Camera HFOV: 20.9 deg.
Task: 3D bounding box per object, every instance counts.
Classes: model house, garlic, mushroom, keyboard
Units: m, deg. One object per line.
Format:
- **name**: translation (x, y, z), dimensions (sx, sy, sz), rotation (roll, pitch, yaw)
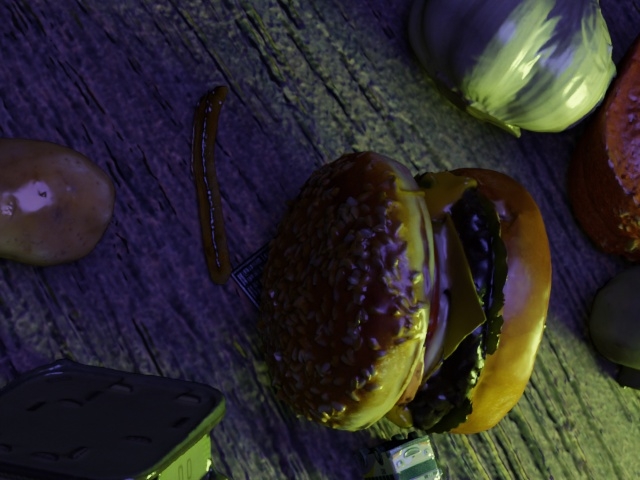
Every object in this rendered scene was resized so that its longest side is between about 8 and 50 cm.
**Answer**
- **model house**: translation (-0.209, 0.282, 1.606), dimensions (0.205, 0.218, 0.279), rotation (-36, 129, -57)
- **garlic**: translation (0.187, -0.217, 1.778), dimensions (0.229, 0.143, 0.178), rotation (31, 90, 30)
- **mushroom**: translation (0.378, 0.096, 1.802), dimensions (0.188, 0.117, 0.141), rotation (8, 92, -11)
- **keyboard**: translation (0.000, 0.000, 1.779), dimensions (0.198, 0.010, 0.064), rotation (-38, 89, -20)

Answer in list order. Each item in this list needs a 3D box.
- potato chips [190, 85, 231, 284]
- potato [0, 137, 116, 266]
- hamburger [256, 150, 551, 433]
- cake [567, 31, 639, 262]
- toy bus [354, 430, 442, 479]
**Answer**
- **potato chips**: translation (-0.109, -0.058, 1.751), dimensions (0.037, 0.026, 0.204), rotation (4, 76, -30)
- **potato**: translation (-0.285, -0.038, 1.649), dimensions (0.178, 0.109, 0.118), rotation (8, 98, -10)
- **hamburger**: translation (0.070, 0.055, 1.650), dimensions (0.225, 0.291, 0.291), rotation (7, 76, -24)
- **cake**: translation (0.375, -0.114, 1.849), dimensions (0.177, 0.151, 0.283), rotation (32, 71, 5)
- **toy bus**: translation (0.076, 0.223, 1.706), dimensions (0.052, 0.102, 0.058), rotation (-20, 88, -20)
